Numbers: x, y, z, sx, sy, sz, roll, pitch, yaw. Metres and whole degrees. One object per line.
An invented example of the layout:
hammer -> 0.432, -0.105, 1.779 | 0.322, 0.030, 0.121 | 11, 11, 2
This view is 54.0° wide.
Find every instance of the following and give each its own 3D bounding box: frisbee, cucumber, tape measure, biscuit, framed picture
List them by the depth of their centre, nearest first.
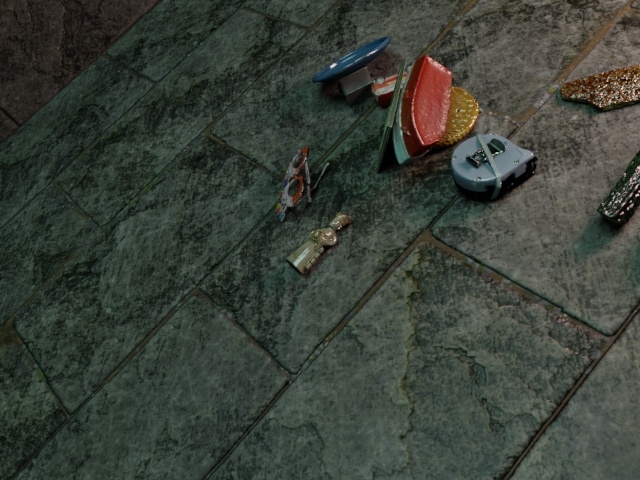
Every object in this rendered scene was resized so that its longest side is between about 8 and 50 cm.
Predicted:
cucumber -> 0.734, -0.137, 1.464 | 0.077, 0.077, 0.265 | 29, 74, 38
tape measure -> 0.434, -0.195, 1.638 | 0.181, 0.107, 0.182 | -38, 51, -12
biscuit -> 0.769, -0.402, 1.674 | 0.237, 0.026, 0.131 | -11, 51, 18
framed picture -> 0.202, -0.361, 1.814 | 0.017, 0.217, 0.274 | 14, 58, 2
biscuit -> 0.339, -0.361, 1.852 | 0.254, 0.035, 0.253 | -12, 52, 17
frisbee -> 0.107, -0.581, 2.068 | 0.290, 0.049, 0.289 | -27, 19, 10

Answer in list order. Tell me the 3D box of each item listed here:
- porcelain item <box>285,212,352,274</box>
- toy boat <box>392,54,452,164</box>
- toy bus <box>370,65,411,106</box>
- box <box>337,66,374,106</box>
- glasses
porcelain item -> 0.000, 0.000, 1.743 | 0.213, 0.054, 0.084 | -44, 51, -10
toy boat -> 0.271, -0.355, 1.774 | 0.133, 0.145, 0.331 | -30, 39, 54
toy bus -> 0.244, -0.476, 1.958 | 0.174, 0.079, 0.077 | -16, 56, 16
box -> 0.123, -0.491, 2.029 | 0.122, 0.084, 0.069 | -26, 59, 8
glasses -> -0.063, -0.174, 1.902 | 0.162, 0.095, 0.255 | -26, 44, 45
